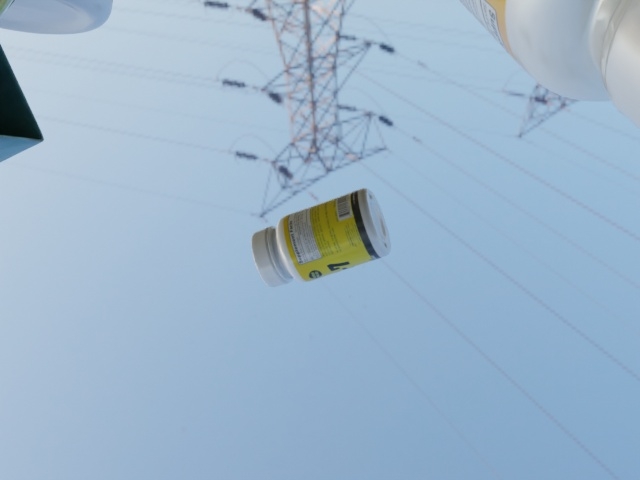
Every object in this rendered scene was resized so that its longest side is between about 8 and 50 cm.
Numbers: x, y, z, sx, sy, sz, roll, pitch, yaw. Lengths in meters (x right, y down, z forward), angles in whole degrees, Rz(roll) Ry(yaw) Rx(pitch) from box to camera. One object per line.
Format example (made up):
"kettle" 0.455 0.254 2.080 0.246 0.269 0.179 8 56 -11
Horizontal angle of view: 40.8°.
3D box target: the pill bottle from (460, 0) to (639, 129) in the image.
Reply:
"pill bottle" 0.108 -0.131 0.351 0.117 0.117 0.208 -15 -131 -16

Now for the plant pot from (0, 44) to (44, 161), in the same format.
"plant pot" -0.465 -0.130 0.925 0.234 0.165 0.166 -27 176 16

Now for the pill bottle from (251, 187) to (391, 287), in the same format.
"pill bottle" 0.000 0.000 1.413 0.208 0.119 0.119 -19 -151 15

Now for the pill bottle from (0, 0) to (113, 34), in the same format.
"pill bottle" -0.338 -0.444 1.006 0.210 0.363 0.210 3 177 0

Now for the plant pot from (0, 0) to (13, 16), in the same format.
"plant pot" -0.267 -0.279 0.566 0.275 0.275 0.293 -1 -152 6
